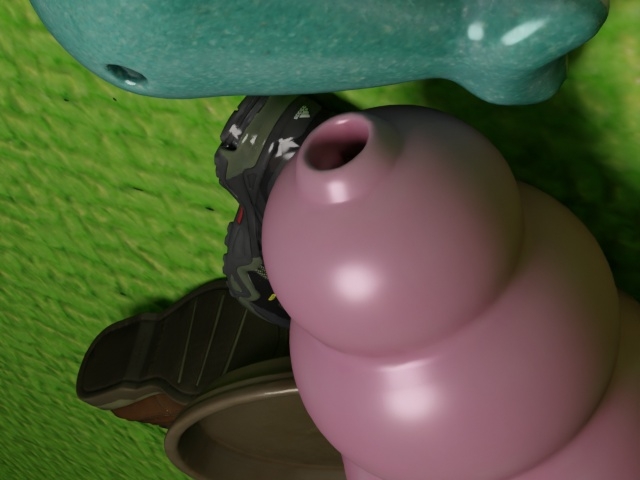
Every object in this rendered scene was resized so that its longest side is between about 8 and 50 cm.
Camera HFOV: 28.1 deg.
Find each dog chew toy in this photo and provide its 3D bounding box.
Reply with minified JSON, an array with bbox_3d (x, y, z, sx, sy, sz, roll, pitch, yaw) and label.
[{"bbox_3d":[0.079,0.058,0.693,0.206,0.206,0.332,10,146,39],"label":"dog chew toy"}]

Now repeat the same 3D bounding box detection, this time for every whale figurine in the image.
[{"bbox_3d":[-0.014,-0.115,0.582,0.272,0.141,0.216,24,164,1],"label":"whale figurine"}]

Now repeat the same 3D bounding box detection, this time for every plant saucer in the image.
[{"bbox_3d":[0.020,0.147,0.977,0.278,0.041,0.278,0,151,0],"label":"plant saucer"}]

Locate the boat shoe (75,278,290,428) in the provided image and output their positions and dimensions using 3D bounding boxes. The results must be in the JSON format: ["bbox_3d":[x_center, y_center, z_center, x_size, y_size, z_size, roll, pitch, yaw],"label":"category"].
[{"bbox_3d":[-0.089,0.108,1.099,0.104,0.110,0.307,31,157,-30],"label":"boat shoe"}]

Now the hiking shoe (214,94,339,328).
[{"bbox_3d":[0.000,0.000,0.826,0.114,0.086,0.227,26,151,23],"label":"hiking shoe"}]
